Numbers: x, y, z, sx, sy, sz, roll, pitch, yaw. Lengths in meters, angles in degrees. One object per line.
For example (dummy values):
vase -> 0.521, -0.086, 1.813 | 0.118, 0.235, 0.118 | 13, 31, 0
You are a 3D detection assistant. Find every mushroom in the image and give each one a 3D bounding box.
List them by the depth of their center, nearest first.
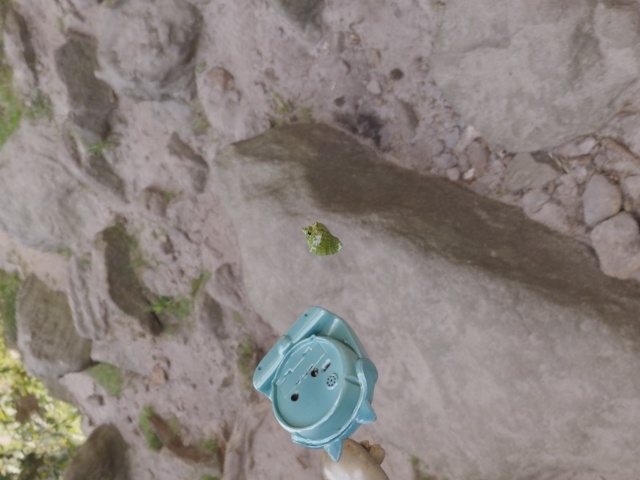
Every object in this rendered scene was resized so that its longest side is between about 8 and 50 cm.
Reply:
mushroom -> 0.108, 0.641, 1.784 | 0.226, 0.178, 0.226 | 34, 142, 32

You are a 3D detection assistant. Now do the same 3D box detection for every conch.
conch -> 0.000, 0.000, 1.754 | 0.121, 0.074, 0.089 | 27, 130, -2

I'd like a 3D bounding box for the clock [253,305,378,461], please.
clock -> -0.001, 0.276, 1.225 | 0.223, 0.094, 0.274 | -51, 39, 8
